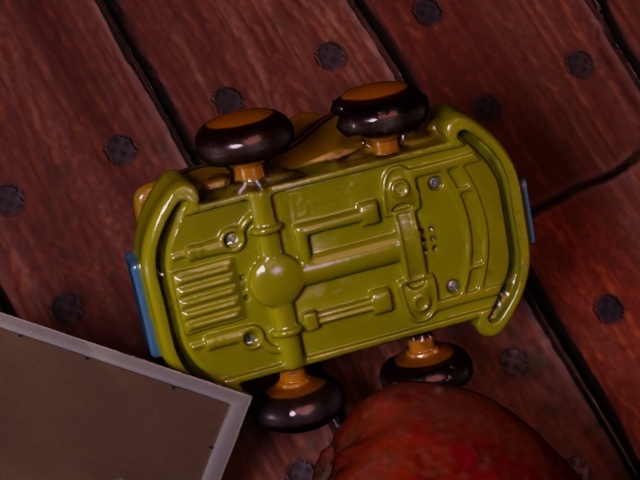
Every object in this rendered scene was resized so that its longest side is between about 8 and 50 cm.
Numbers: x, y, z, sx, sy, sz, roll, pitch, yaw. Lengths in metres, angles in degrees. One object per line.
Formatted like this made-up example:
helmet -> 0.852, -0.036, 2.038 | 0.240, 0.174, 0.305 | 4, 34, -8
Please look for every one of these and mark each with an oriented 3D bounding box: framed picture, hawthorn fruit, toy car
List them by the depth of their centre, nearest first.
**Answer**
hawthorn fruit -> 0.094, 0.203, 0.963 | 0.248, 0.208, 0.208 | 26, 67, 6
framed picture -> -0.148, 0.121, 0.999 | 0.183, 0.011, 0.142 | 19, 112, -5
toy car -> 0.000, 0.000, 1.044 | 0.248, 0.142, 0.200 | -11, 108, -11
